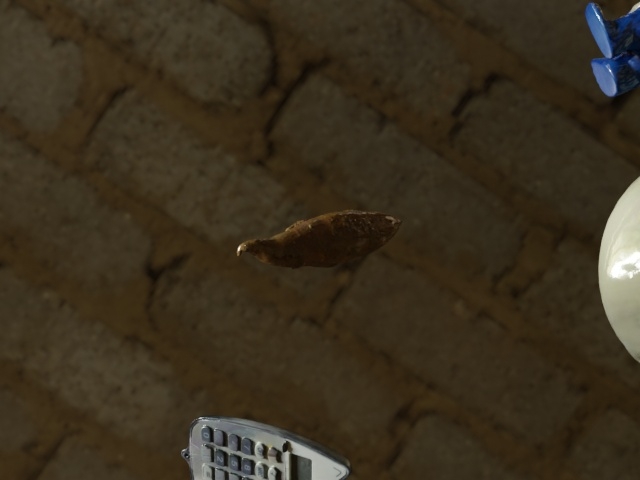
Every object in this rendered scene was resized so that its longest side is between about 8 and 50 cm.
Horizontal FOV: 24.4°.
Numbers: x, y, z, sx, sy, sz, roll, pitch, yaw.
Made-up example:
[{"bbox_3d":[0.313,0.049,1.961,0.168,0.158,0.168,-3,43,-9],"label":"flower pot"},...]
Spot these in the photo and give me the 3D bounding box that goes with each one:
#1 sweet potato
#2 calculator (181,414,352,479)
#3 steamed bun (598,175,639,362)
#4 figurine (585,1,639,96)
[{"bbox_3d":[0.000,0.000,1.601,0.206,0.060,0.068,-11,-153,-35],"label":"sweet potato"},{"bbox_3d":[-0.077,0.332,2.076,0.268,0.177,0.040,13,-149,19],"label":"calculator"},{"bbox_3d":[0.578,0.028,1.742,0.371,0.289,0.456,-8,156,41],"label":"steamed bun"},{"bbox_3d":[0.432,-0.259,1.699,0.120,0.262,0.164,56,-177,36],"label":"figurine"}]
